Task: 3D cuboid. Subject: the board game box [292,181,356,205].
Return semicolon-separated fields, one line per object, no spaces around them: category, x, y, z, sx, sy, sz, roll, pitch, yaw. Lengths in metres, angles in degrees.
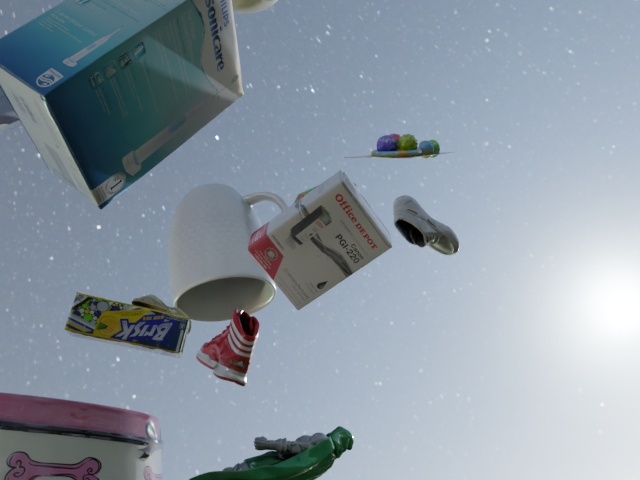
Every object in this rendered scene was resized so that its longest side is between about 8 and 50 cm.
board game box;-0.006;-0.074;1.296;0.043;0.092;0.181;37;-28;-22

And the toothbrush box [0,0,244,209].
toothbrush box;-0.253;-0.223;0.809;0.295;0.126;0.216;-46;-22;-24

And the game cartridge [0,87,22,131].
game cartridge;-0.636;-0.292;1.127;0.198;0.297;0.062;39;-62;-5

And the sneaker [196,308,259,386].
sneaker;-0.167;0.196;1.156;0.087;0.221;0.128;26;-99;-26

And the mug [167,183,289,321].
mug;-0.242;0.003;1.650;0.374;0.328;0.276;-23;-30;16

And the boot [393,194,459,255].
boot;0.303;-0.012;1.737;0.258;0.123;0.095;37;-52;-17

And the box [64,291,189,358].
box;-0.285;0.129;0.894;0.168;0.059;0.054;13;-21;-7

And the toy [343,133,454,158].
toy;0.181;-0.211;1.332;0.237;0.136;0.056;-7;-80;-43

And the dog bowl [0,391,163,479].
dog bowl;-0.438;0.336;0.941;0.407;0.150;0.408;5;-21;2

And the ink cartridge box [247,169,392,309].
ink cartridge box;0.000;0.000;1.098;0.218;0.092;0.159;-36;-75;10

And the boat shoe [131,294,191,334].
boat shoe;-0.344;0.163;1.294;0.048;0.153;0.056;-3;-62;-59

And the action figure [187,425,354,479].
action figure;-0.063;0.271;0.699;0.232;0.063;0.137;-13;-41;-24

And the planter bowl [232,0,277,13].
planter bowl;-0.121;-0.504;1.116;0.162;0.109;0.162;-22;-54;-34
